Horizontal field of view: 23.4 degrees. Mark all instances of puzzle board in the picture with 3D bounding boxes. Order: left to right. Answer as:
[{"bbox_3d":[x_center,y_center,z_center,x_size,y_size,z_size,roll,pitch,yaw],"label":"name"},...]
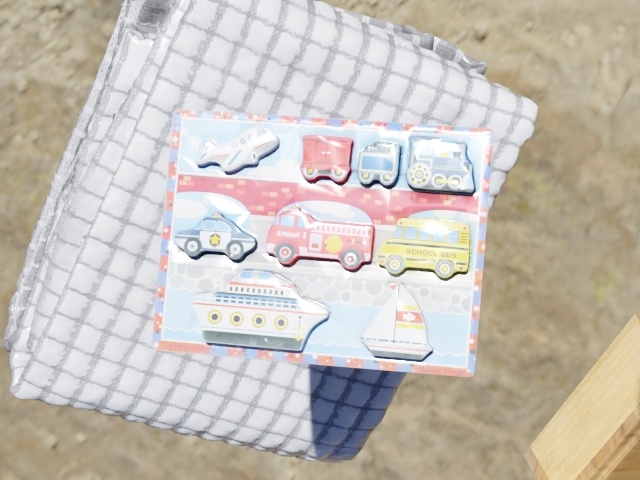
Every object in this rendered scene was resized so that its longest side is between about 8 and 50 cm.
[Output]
[{"bbox_3d":[0.000,0.000,0.601,0.128,0.011,0.096,4,86,10],"label":"puzzle board"}]

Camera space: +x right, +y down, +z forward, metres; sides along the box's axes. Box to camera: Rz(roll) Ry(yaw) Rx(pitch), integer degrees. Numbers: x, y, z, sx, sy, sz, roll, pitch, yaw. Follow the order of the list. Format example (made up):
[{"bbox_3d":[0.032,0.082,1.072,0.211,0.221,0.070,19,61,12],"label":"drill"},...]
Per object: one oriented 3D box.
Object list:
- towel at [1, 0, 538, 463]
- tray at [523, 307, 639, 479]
[{"bbox_3d":[-0.040,-0.019,0.928,0.235,0.121,0.284,17,111,-20],"label":"towel"},{"bbox_3d":[0.404,0.148,1.419,0.203,0.411,0.076,-59,44,35],"label":"tray"}]
